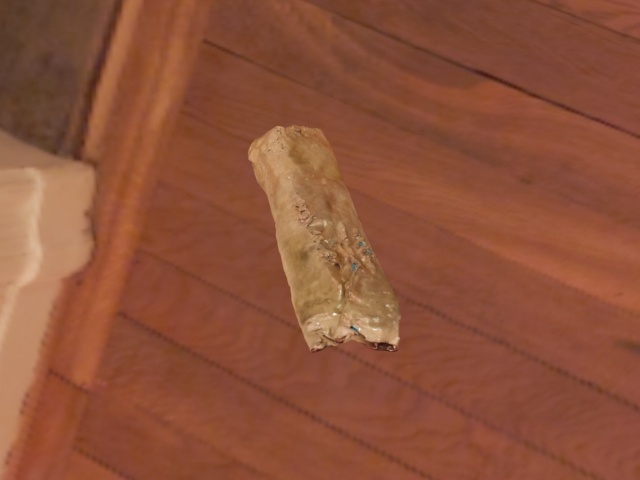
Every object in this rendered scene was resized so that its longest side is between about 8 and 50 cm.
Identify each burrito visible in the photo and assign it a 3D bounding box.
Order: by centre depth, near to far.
[{"bbox_3d":[0.000,-0.001,0.828,0.042,0.051,0.171,102,158,-47],"label":"burrito"}]
